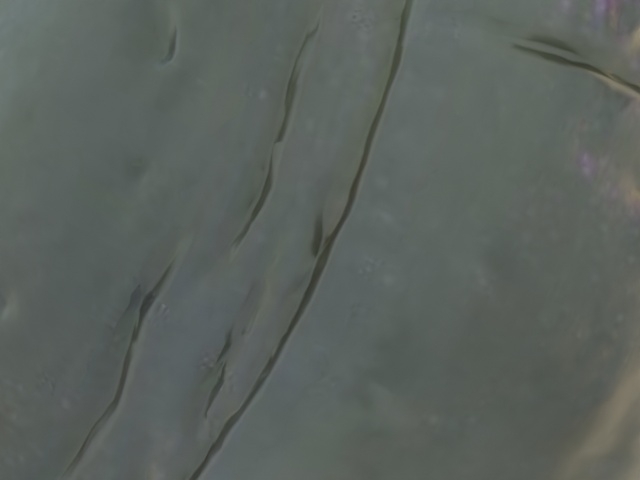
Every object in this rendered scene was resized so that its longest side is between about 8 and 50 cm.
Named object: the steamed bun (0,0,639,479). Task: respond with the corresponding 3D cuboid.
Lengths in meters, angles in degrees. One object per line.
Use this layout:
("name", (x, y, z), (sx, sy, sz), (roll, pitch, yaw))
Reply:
("steamed bun", (0.001, 0.005, 0.536), (0.247, 0.236, 0.383), (19, -82, -49))
